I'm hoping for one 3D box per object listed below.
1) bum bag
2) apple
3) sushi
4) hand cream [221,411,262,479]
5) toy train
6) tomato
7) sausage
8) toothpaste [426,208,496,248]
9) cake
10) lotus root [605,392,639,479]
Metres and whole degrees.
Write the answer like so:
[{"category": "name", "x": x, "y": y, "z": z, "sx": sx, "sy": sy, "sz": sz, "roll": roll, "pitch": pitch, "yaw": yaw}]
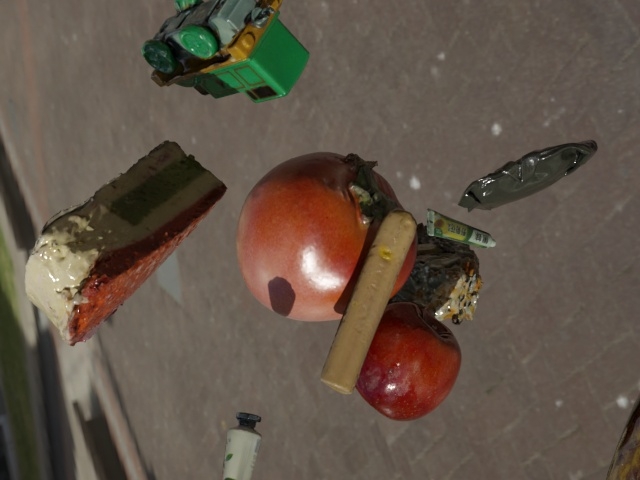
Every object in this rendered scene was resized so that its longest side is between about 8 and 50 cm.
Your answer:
[{"category": "bum bag", "x": 0.449, "y": -0.145, "z": 2.005, "sx": 0.142, "sy": 0.326, "sz": 0.079, "roll": 54, "pitch": -167, "yaw": -69}, {"category": "apple", "x": 0.157, "y": 0.232, "z": 1.763, "sx": 0.201, "sy": 0.218, "sz": 0.218, "roll": -48, "pitch": 45, "yaw": 12}, {"category": "sushi", "x": 0.181, "y": 0.067, "z": 2.114, "sx": 0.417, "sy": 0.418, "sz": 0.175, "roll": 27, "pitch": 116, "yaw": 61}, {"category": "hand cream", "x": -0.124, "y": 0.360, "z": 1.284, "sx": 0.080, "sy": 0.050, "sz": 0.234, "roll": 117, "pitch": 164, "yaw": -72}, {"category": "toy train", "x": -0.106, "y": -0.210, "z": 1.018, "sx": 0.136, "sy": 0.091, "sz": 0.228, "roll": 41, "pitch": 154, "yaw": -28}, {"category": "tomato", "x": 0.000, "y": 0.000, "z": 1.626, "sx": 0.321, "sy": 0.322, "sz": 0.321, "roll": 42, "pitch": 138, "yaw": 54}, {"category": "sausage", "x": 0.076, "y": 0.091, "z": 1.427, "sx": 0.066, "sy": 0.066, "sz": 0.301, "roll": 6, "pitch": 71, "yaw": 66}, {"category": "toothpaste", "x": 0.256, "y": -0.014, "z": 1.667, "sx": 0.031, "sy": 0.204, "sz": 0.049, "roll": -13, "pitch": 70, "yaw": 43}, {"category": "cake", "x": -0.176, "y": -0.013, "z": 0.834, "sx": 0.086, "sy": 0.220, "sz": 0.117, "roll": 42, "pitch": 161, "yaw": 0}, {"category": "lotus root", "x": 0.572, "y": 0.305, "z": 1.421, "sx": 0.179, "sy": 0.196, "sz": 0.397, "roll": 54, "pitch": 134, "yaw": 50}]
